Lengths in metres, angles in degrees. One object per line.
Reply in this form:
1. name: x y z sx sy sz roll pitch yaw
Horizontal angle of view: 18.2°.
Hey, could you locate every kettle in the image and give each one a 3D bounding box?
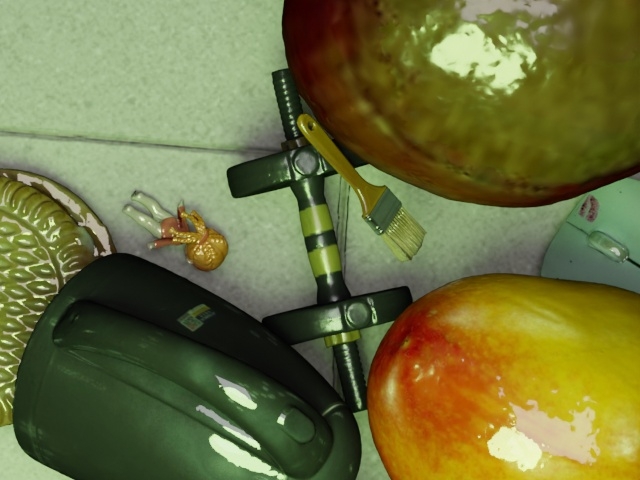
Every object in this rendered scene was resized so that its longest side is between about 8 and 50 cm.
1. kettle: -0.106 0.144 1.734 0.290 0.268 0.207 24 73 24

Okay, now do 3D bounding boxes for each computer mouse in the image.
1. computer mouse: 0.351 0.064 1.876 0.288 0.097 0.159 36 91 -1

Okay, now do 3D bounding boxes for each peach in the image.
1. peach: 0.186 0.165 1.769 0.308 0.289 0.289 0 89 -21

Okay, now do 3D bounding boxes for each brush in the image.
1. brush: 0.035 -0.051 1.781 0.170 0.014 0.043 48 52 -21

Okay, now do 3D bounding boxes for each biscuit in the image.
1. biscuit: -0.312 0.054 1.872 0.259 0.079 0.259 0 88 0

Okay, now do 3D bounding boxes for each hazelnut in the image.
1. hazelnut: 0.170 -0.203 1.720 0.421 0.421 0.352 -22 85 -1

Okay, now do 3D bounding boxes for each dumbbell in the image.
1. dumbbell: 0.000 0.000 1.846 0.143 0.143 0.325 -13 89 -1

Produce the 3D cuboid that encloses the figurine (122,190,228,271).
1. figurine: -0.138 -0.010 1.895 0.109 0.047 0.064 32 65 6
